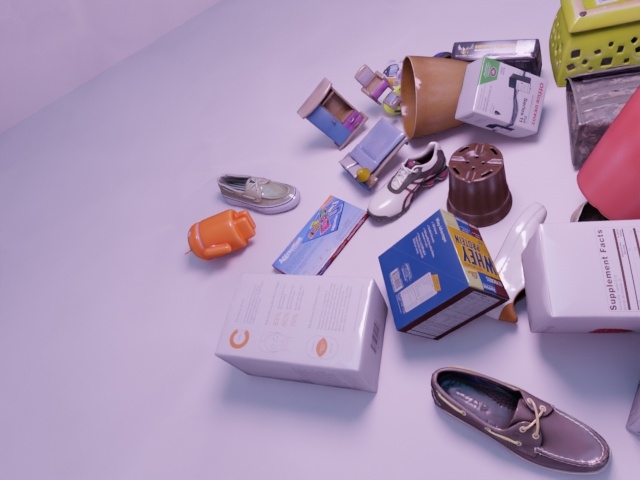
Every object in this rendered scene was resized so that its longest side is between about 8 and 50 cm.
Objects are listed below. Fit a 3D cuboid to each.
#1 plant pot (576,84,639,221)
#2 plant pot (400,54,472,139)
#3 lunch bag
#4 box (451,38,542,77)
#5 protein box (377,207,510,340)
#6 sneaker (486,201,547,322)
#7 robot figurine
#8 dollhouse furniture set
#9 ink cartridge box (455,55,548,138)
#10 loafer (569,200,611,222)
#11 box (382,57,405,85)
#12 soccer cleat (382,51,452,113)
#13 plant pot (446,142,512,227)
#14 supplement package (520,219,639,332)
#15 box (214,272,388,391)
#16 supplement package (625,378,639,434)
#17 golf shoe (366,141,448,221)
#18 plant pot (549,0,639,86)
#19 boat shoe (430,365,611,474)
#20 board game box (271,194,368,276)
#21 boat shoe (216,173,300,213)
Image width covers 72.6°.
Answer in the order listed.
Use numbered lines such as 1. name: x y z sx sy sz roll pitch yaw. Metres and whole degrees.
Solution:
1. plant pot: 0.691 -0.163 0.882 0.275 0.243 0.274 12 47 -13
2. plant pot: 0.381 -0.430 1.280 0.255 0.237 0.237 -5 54 2
3. lunch bag: 0.751 -0.342 1.083 0.235 0.169 0.287 -1 51 23
4. box: 0.527 -0.531 1.297 0.231 0.183 0.056 12 95 30
5. protein box: 0.260 0.079 0.961 0.201 0.136 0.199 -43 42 36
6. sneaker: 0.461 0.055 0.977 0.123 0.106 0.290 26 82 32
7. robot figurine: -0.309 -0.016 1.330 0.220 0.128 0.158 -21 70 9
8. dollhouse furniture set: 0.125 -0.351 1.277 0.286 0.198 0.303 -48 46 15
9. ink cartridge box: 0.487 -0.379 1.170 0.087 0.209 0.153 -169 91 -74
10. loafer: 0.589 0.018 0.945 0.102 0.092 0.268 -3 55 23
11. box: 0.270 -0.608 1.559 0.081 0.028 0.136 8 63 28
12. soccer cleat: 0.324 -0.517 1.452 0.289 0.093 0.121 -39 21 0
13. plant pot: 0.395 -0.146 1.096 0.167 0.165 0.166 -11 54 15
14. supplement package: 0.546 0.073 0.795 0.293 0.177 0.175 -2 70 14
15. box: -0.036 0.212 1.031 0.346 0.168 0.214 1 58 23
16. supplement package: 0.627 0.247 0.661 0.204 0.262 0.145 21 68 32
17. golf shoe: 0.231 -0.167 1.210 0.273 0.120 0.105 -40 54 -6
18. plant pot: 0.781 -0.598 1.219 0.227 0.207 0.228 -3 57 21
19. boat shoe: 0.364 0.331 0.822 0.325 0.096 0.116 19 66 32
20. board game box: 0.000 0.000 1.253 0.145 0.027 0.281 29 72 34
21. boat shoe: -0.210 -0.157 1.407 0.303 0.094 0.109 6 60 27
